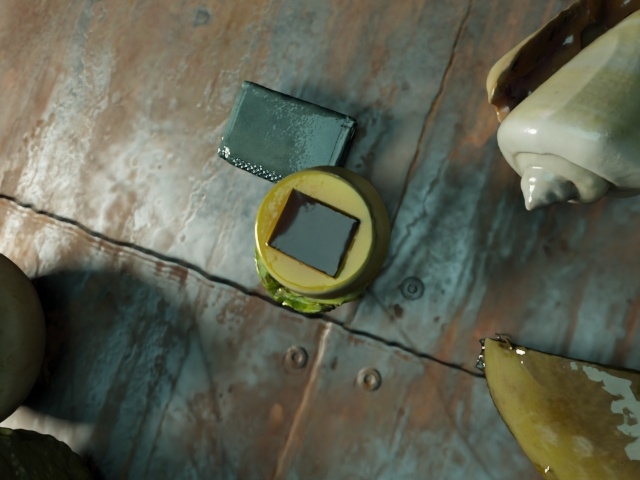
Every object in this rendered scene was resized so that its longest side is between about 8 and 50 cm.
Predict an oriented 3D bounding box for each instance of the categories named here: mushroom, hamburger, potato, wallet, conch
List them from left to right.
[{"bbox_3d":[-0.387,0.099,0.624,0.204,0.204,0.204,-2,83,15],"label":"mushroom"},{"bbox_3d":[-0.035,-0.101,0.641,0.129,0.026,0.088,22,96,15],"label":"wallet"},{"bbox_3d":[0.000,0.000,0.589,0.127,0.081,0.141,9,89,13],"label":"hamburger"},{"bbox_3d":[0.243,-0.118,0.537,0.255,0.127,0.158,-42,43,-15],"label":"conch"},{"bbox_3d":[0.238,0.162,0.501,0.243,0.098,0.138,9,87,17],"label":"potato"}]

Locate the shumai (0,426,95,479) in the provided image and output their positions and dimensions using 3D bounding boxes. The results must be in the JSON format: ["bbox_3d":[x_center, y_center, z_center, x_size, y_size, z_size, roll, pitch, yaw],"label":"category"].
[{"bbox_3d":[-0.298,0.318,0.580,0.218,0.189,0.255,-36,70,7],"label":"shumai"}]
